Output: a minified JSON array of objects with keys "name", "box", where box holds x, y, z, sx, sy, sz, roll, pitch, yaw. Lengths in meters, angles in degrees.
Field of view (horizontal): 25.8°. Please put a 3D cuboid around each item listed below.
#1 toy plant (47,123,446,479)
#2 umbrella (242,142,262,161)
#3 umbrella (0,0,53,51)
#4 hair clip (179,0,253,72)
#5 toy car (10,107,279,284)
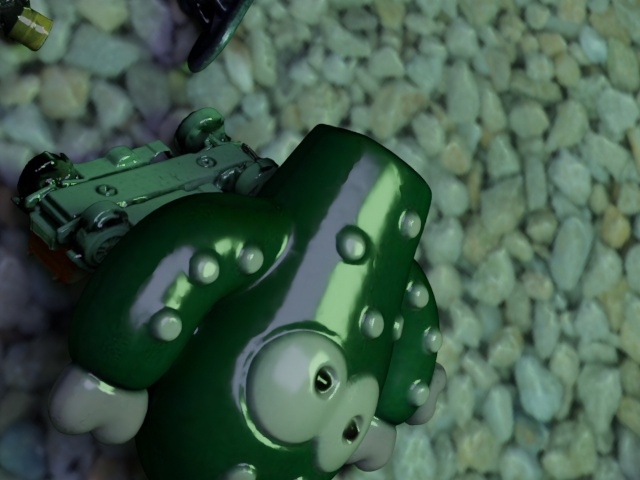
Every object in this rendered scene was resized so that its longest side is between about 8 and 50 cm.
[{"name":"toy plant","box":[-0.024,0.063,0.740,0.243,0.112,0.232,-41,127,-27]},{"name":"umbrella","box":[0.004,-0.002,0.835,0.149,0.022,0.022,54,32,-9]},{"name":"umbrella","box":[-0.205,-0.147,0.734,0.144,0.040,0.037,31,56,-23]},{"name":"hair clip","box":[0.011,-0.189,0.868,0.275,0.048,0.083,-30,91,-33]},{"name":"toy car","box":[-0.091,-0.024,0.755,0.143,0.054,0.073,-21,47,-39]}]
